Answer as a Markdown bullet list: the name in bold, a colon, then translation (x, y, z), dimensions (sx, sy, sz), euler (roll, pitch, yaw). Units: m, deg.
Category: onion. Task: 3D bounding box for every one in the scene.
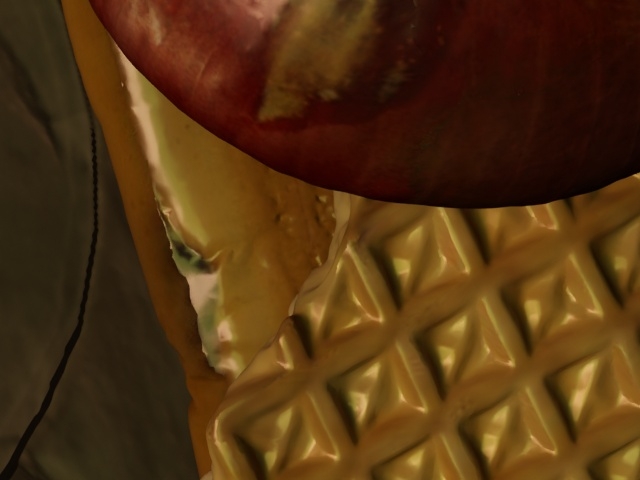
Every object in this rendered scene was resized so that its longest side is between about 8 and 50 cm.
- **onion**: translation (0.042, -0.128, 0.533), dimensions (0.248, 0.248, 0.161), euler (22, 145, 22)

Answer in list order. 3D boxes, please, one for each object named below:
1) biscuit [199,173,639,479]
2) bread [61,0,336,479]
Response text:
- **biscuit**: translation (0.061, 0.079, 0.604), dimensions (0.204, 0.040, 0.309), euler (33, 87, -8)
- **bread**: translation (0.000, 0.000, 0.656), dimensions (0.142, 0.091, 0.305), euler (-17, 93, -13)
